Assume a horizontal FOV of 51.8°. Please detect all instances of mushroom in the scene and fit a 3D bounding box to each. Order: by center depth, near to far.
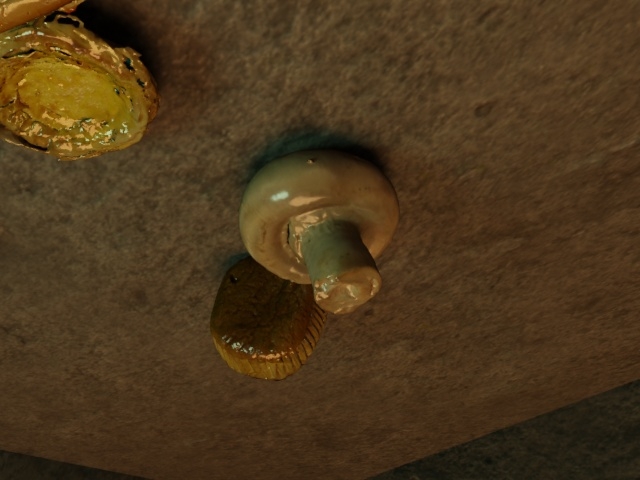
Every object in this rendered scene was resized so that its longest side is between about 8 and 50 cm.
[{"bbox_3d":[0.000,0.000,1.152,0.293,0.290,0.292,-5,139,-4],"label":"mushroom"}]

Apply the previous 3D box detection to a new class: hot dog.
[{"bbox_3d":[-0.332,-0.320,0.808,0.250,0.104,0.076,-28,142,-2],"label":"hot dog"}]

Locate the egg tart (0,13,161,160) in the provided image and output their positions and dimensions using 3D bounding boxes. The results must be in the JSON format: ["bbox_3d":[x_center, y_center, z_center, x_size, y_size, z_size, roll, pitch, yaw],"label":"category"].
[{"bbox_3d":[-0.371,-0.234,0.955,0.291,0.107,0.290,-3,148,-2],"label":"egg tart"}]

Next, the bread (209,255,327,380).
[{"bbox_3d":[-0.105,0.154,1.375,0.227,0.253,0.142,12,151,16],"label":"bread"}]
